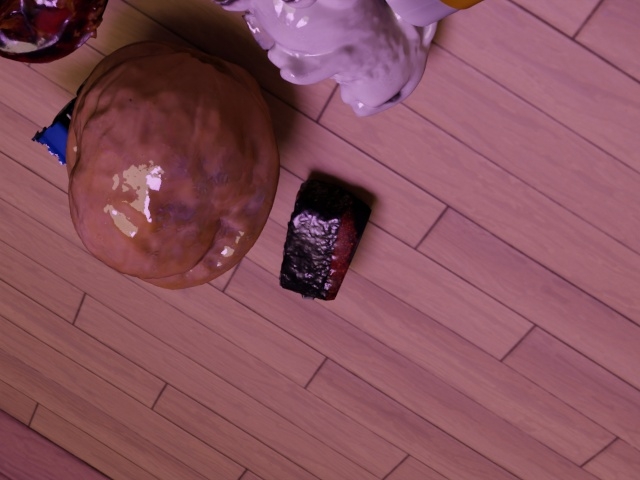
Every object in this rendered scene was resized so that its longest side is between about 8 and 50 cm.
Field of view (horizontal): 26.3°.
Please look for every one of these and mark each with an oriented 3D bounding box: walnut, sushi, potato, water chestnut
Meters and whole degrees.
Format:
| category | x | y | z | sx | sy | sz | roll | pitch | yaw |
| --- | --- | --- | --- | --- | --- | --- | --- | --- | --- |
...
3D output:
| category | x | y | z | sx | sy | sz | roll | pitch | yaw |
| --- | --- | --- | --- | --- | --- | --- | --- | --- | --- |
| walnut | -0.243 | -0.122 | 2.157 | 0.383 | 0.383 | 0.384 | 19 | 141 | 16 |
| sushi | 0.000 | 0.000 | 2.334 | 0.126 | 0.136 | 0.225 | 21 | 137 | 1 |
| potato | -0.048 | -0.330 | 2.059 | 0.122 | 0.061 | 0.086 | 1 | 134 | 36 |
| water chestnut | -0.462 | -0.400 | 2.078 | 0.300 | 0.300 | 0.300 | 19 | 141 | 16 |

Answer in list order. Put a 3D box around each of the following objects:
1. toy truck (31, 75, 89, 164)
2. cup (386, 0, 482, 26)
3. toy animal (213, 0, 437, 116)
| category | x | y | z | sx | sy | sz | roll | pitch | yaw |
| --- | --- | --- | --- | --- | --- | --- | --- | --- | --- |
| toy truck | -0.404 | -0.188 | 2.339 | 0.113 | 0.208 | 0.126 | 46 | 139 | -17 |
| cup | 0.179 | -0.414 | 1.736 | 0.226 | 0.185 | 0.241 | -13 | 98 | 36 |
| toy animal | 0.030 | -0.318 | 1.874 | 0.194 | 0.258 | 0.357 | 19 | 173 | 43 |
